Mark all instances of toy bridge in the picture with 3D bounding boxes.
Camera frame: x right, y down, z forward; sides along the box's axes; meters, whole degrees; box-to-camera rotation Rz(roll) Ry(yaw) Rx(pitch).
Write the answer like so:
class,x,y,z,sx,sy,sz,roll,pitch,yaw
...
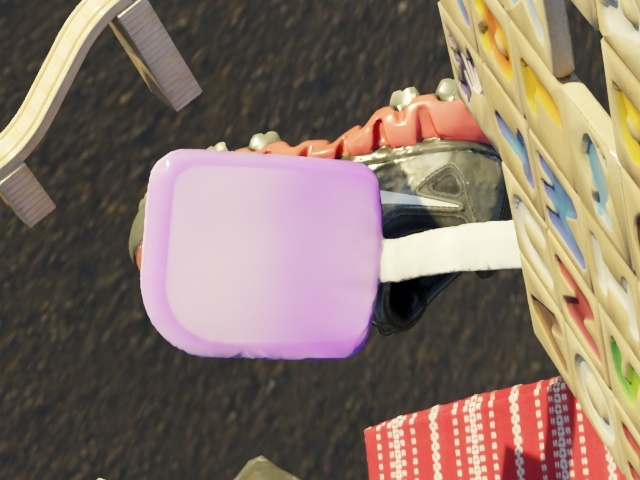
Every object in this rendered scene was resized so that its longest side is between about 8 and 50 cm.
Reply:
class,x,y,z,sx,sy,sz,roll,pitch,yaw
toy bridge,-0.075,-0.084,0.835,0.188,0.026,0.063,-40,133,-11

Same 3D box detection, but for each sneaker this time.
class,x,y,z,sx,sy,sz,roll,pitch,yaw
sneaker,0.000,0.000,1.207,0.276,0.135,0.098,-15,152,24

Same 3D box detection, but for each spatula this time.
class,x,y,z,sx,sy,sz,roll,pitch,yaw
spatula,0.069,0.004,0.724,0.297,0.030,0.084,-1,76,25

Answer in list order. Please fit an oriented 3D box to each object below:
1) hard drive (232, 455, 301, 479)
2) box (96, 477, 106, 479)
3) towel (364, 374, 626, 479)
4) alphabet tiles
class,x,y,z,sx,sy,sz,roll,pitch,yaw
hard drive,0.093,0.193,0.389,0.237,0.339,0.064,32,72,29
box,-0.145,0.277,1.400,0.021,0.164,0.201,18,81,-31
towel,0.122,0.161,0.912,0.275,0.031,0.198,-19,72,50
alphabet tiles,0.069,-0.025,0.568,0.009,0.198,0.237,-20,129,-6
